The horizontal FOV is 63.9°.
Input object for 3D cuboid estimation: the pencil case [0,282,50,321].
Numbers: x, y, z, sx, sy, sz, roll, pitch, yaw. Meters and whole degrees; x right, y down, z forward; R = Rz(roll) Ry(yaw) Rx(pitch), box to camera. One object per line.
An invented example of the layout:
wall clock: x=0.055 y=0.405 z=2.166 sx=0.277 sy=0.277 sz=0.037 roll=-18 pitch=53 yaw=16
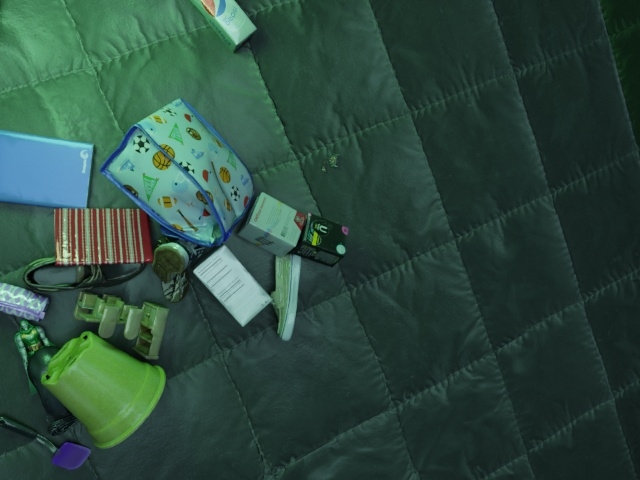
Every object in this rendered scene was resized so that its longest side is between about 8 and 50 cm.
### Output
pencil case: x=-0.919 y=0.179 z=1.526 sx=0.206 sy=0.088 sz=0.087 roll=18 pitch=89 yaw=-19

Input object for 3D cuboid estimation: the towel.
towel: x=-0.652 y=-0.011 z=1.556 sx=0.274 sy=0.031 sz=0.199 roll=-1 pitch=58 yaw=-28

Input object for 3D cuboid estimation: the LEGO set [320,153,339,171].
LEGO set: x=0.035 y=-0.282 z=1.841 sx=0.083 sy=0.023 sz=0.054 roll=-23 pitch=98 yaw=-2

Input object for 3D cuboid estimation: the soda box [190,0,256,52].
soda box: x=-0.338 y=-0.758 z=1.652 sx=0.091 sy=0.098 sz=0.286 roll=-43 pitch=105 yaw=-11

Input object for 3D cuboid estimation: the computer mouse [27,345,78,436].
computer mouse: x=-0.775 y=0.443 z=1.549 sx=0.188 sy=0.072 sz=0.272 roll=-33 pitch=113 yaw=-34

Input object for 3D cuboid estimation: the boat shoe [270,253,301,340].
boat shoe: x=-0.128 y=0.193 z=1.782 sx=0.094 sy=0.109 sz=0.303 roll=6 pitch=81 yaw=-5

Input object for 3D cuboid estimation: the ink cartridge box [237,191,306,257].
ink cartridge box: x=-0.163 y=-0.050 z=1.714 sx=0.176 sy=0.127 sz=0.128 roll=29 pitch=60 yaw=-17

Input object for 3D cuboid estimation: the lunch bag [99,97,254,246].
lunch bag: x=-0.390 y=-0.185 z=1.531 sx=0.385 sy=0.328 sz=0.239 roll=42 pitch=119 yaw=-14

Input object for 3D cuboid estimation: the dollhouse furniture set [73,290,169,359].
dollhouse furniture set: x=-0.611 y=0.266 z=1.569 sx=0.242 sy=0.212 sz=0.161 roll=16 pitch=87 yaw=-45

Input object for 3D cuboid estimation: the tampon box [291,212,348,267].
tampon box: x=0.000 y=0.000 z=1.778 sx=0.160 sy=0.101 sz=0.121 roll=20 pitch=56 yaw=-17

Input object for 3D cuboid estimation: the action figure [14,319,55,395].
action figure: x=-0.860 y=0.346 z=1.566 sx=0.137 sy=0.063 sz=0.232 roll=-26 pitch=105 yaw=-27

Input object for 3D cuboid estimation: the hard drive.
hard drive: x=-0.864 y=-0.211 z=1.545 sx=0.318 sy=0.040 sz=0.210 roll=6 pitch=91 yaw=-18

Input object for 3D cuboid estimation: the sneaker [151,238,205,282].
sneaker: x=-0.413 y=0.029 z=1.540 sx=0.099 sy=0.282 sz=0.153 roll=47 pitch=60 yaw=-6

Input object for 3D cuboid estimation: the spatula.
spatula: x=-0.868 y=0.625 z=1.597 sx=0.296 sy=0.030 sz=0.084 roll=37 pitch=84 yaw=-16

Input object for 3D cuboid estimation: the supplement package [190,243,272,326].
supplement package: x=-0.296 y=0.142 z=1.695 sx=0.134 sy=0.139 sz=0.244 roll=-42 pitch=103 yaw=-12

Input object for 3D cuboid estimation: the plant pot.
plant pot: x=-0.642 y=0.409 z=1.487 sx=0.276 sy=0.276 sz=0.254 roll=-44 pitch=117 yaw=-11

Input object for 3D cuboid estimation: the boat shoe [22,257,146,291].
boat shoe: x=-0.713 y=0.098 z=1.564 sx=0.355 sy=0.130 sz=0.133 roll=-12 pitch=97 yaw=-17

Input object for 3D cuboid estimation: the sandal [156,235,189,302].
sandal: x=-0.489 y=0.095 z=1.678 sx=0.089 sy=0.060 sz=0.220 roll=-16 pitch=83 yaw=-22
